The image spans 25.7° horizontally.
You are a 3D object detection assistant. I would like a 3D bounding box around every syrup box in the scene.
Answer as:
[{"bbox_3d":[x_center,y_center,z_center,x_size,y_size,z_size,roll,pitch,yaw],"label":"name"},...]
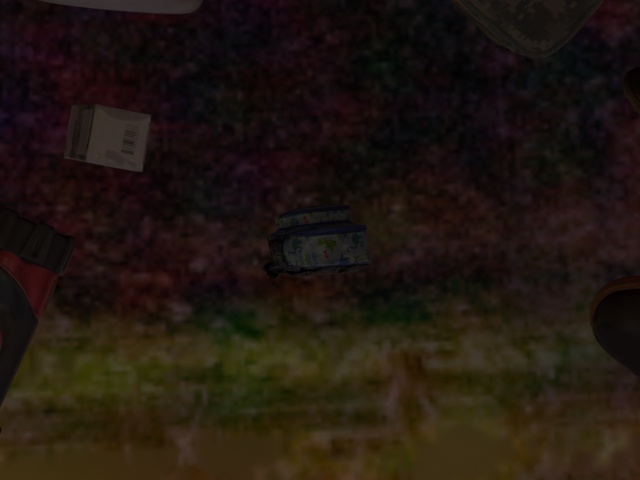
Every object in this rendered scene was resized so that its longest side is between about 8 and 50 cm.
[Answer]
[{"bbox_3d":[-0.349,-0.168,2.281,0.096,0.093,0.237,10,-179,-18],"label":"syrup box"}]

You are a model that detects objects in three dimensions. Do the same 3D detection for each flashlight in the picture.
[{"bbox_3d":[-0.380,0.116,1.580,0.103,0.304,0.103,20,171,32],"label":"flashlight"}]

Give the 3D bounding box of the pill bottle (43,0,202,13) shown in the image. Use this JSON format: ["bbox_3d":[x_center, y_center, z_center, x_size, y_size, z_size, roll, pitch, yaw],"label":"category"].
[{"bbox_3d":[-0.217,-0.441,1.540,0.210,0.363,0.210,6,-168,-1],"label":"pill bottle"}]

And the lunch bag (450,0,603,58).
[{"bbox_3d":[0.162,-0.358,1.460,0.305,0.213,0.256,37,-172,-12],"label":"lunch bag"}]

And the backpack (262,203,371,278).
[{"bbox_3d":[0.000,0.000,1.645,0.105,0.084,0.114,-6,-178,-30],"label":"backpack"}]

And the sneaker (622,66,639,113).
[{"bbox_3d":[0.446,-0.173,1.733,0.066,0.188,0.071,-39,144,-9],"label":"sneaker"}]

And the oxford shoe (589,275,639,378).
[{"bbox_3d":[0.302,0.109,0.975,0.271,0.097,0.098,26,-145,24],"label":"oxford shoe"}]
